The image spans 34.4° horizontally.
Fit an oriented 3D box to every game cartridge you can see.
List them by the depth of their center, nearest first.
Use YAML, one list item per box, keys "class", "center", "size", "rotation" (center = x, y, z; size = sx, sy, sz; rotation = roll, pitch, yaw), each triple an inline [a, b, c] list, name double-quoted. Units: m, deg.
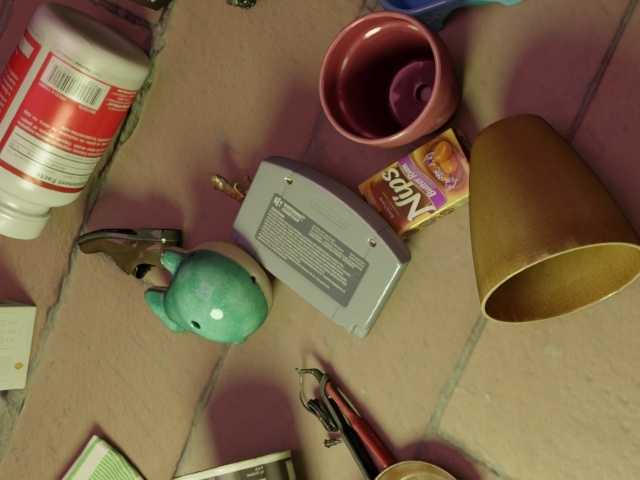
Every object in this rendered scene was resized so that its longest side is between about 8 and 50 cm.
- class: "game cartridge"
  center: [0.000, 0.000, 1.674]
  size: [0.294, 0.060, 0.196]
  rotation: [38, 126, 17]

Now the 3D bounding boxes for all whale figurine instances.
- class: "whale figurine"
  center: [-0.209, 0.109, 1.766]
  size: [0.272, 0.141, 0.216]
  rotation: [-19, 116, 42]

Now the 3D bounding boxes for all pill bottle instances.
- class: "pill bottle"
  center: [-0.508, -0.214, 1.922]
  size: [0.229, 0.229, 0.407]
  rotation: [40, 107, 25]

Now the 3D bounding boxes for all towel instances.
- class: "towel"
  center: [-0.381, 0.553, 1.923]
  size: [0.325, 0.038, 0.248]
  rotation: [44, 107, 24]

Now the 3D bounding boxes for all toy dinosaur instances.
- class: "toy dinosaur"
  center: [-0.100, -0.048, 1.793]
  size: [0.211, 0.064, 0.112]
  rotation: [50, 123, 9]

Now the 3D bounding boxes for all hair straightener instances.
- class: "hair straightener"
  center: [0.023, 0.306, 1.697]
  size: [0.089, 0.047, 0.230]
  rotation: [-46, 73, 20]

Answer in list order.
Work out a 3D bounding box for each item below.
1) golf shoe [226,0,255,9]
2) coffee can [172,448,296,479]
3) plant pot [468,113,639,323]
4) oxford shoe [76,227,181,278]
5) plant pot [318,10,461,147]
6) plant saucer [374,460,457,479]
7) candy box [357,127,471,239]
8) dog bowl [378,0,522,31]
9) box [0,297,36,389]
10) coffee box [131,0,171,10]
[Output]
- class: "golf shoe"
  center: [-0.094, -0.486, 1.788]
  size: [0.198, 0.077, 0.094]
  rotation: [-27, 75, 25]
- class: "coffee can"
  center: [-0.114, 0.498, 1.681]
  size: [0.202, 0.201, 0.275]
  rotation: [-20, 77, 27]
- class: "plant pot"
  center: [0.305, -0.044, 1.474]
  size: [0.237, 0.237, 0.254]
  rotation: [-30, 60, 25]
- class: "oxford shoe"
  center: [-0.362, 0.023, 1.913]
  size: [0.227, 0.083, 0.096]
  rotation: [2, 93, 31]
- class: "plant pot"
  center: [0.126, -0.236, 1.592]
  size: [0.201, 0.180, 0.201]
  rotation: [-2, 86, 29]
- class: "plant saucer"
  center: [0.162, 0.440, 1.617]
  size: [0.199, 0.036, 0.198]
  rotation: [1, 92, 29]
- class: "candy box"
  center: [0.163, -0.084, 1.638]
  size: [0.187, 0.053, 0.109]
  rotation: [-32, 74, 26]
- class: "dog bowl"
  center: [0.214, -0.433, 1.613]
  size: [0.297, 0.074, 0.165]
  rotation: [-14, 81, 28]
- class: "box"
  center: [-0.649, 0.205, 2.037]
  size: [0.091, 0.130, 0.170]
  rotation: [11, 92, 29]
- class: "coffee box"
  center: [-0.247, -0.544, 1.825]
  size: [0.297, 0.168, 0.118]
  rotation: [-26, 75, 27]
